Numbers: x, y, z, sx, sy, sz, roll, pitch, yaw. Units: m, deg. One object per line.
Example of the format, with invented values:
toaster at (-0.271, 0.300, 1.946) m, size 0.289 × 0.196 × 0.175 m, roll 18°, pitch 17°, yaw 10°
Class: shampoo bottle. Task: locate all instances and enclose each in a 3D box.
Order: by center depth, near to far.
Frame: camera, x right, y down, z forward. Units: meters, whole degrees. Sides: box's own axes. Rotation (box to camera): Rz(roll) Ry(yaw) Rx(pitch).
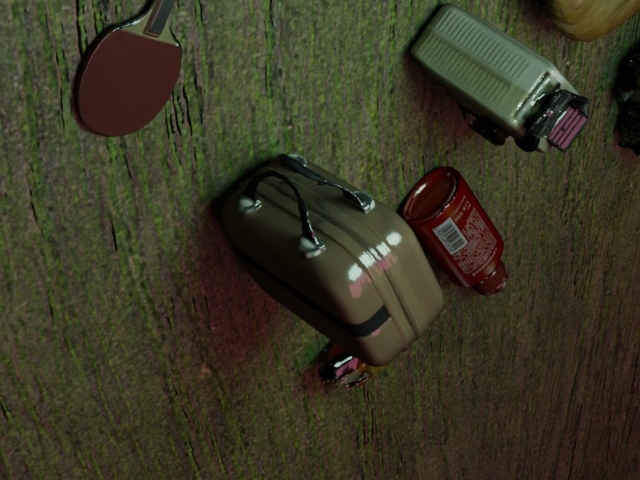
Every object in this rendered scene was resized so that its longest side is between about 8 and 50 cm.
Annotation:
shampoo bottle at (0.234, -0.003, 1.957) m, size 0.118 × 0.076 × 0.314 m, roll -52°, pitch 144°, yaw -6°

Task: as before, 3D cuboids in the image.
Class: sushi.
sushi at (0.086, 0.168, 1.939) m, size 0.226 × 0.103 × 0.097 m, roll -37°, pitch 114°, yaw -14°
sushi at (0.654, -0.234, 2.091) m, size 0.234 × 0.207 × 0.348 m, roll -55°, pitch 148°, yaw 1°

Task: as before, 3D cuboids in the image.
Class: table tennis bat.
table tennis bat at (-0.209, -0.218, 1.369) m, size 0.130 × 0.019 × 0.220 m, roll 7°, pitch 117°, yaw -48°

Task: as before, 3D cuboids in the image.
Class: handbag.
handbag at (0.000, 0.000, 1.545) m, size 0.149 × 0.302 × 0.283 m, roll -40°, pitch 136°, yaw -16°

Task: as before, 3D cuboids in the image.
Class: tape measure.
tape measure at (0.272, -0.199, 1.668) m, size 0.133 × 0.271 × 0.231 m, roll -55°, pitch 141°, yaw 6°

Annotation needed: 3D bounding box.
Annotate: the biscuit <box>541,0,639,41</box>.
biscuit at (0.482, -0.484, 1.697) m, size 0.446 × 0.104 × 0.429 m, roll -39°, pitch 155°, yaw -30°
